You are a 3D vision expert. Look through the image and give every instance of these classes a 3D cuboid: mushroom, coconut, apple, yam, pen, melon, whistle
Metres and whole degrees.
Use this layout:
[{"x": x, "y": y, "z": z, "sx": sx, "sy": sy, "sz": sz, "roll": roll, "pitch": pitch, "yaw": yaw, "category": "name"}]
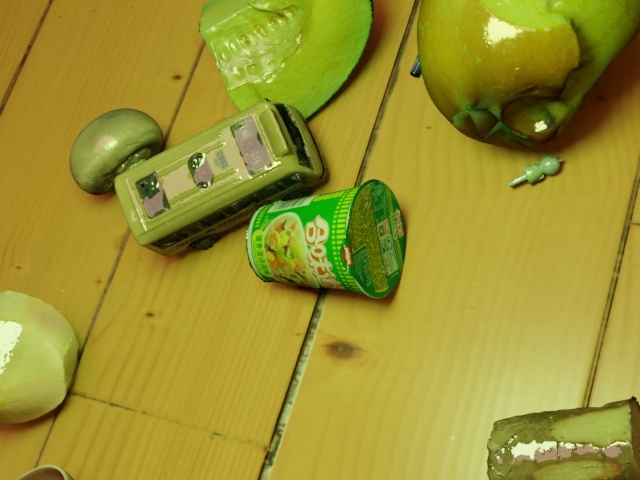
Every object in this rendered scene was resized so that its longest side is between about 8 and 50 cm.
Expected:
[{"x": -0.393, "y": -0.154, "z": 1.916, "sx": 0.207, "sy": 0.207, "sz": 0.215, "roll": -44, "pitch": 89, "yaw": 1, "category": "mushroom"}, {"x": -0.598, "y": 0.228, "z": 1.799, "sx": 0.259, "sy": 0.259, "sz": 0.259, "roll": -10, "pitch": 63, "yaw": 21, "category": "coconut"}, {"x": 0.342, "y": -0.336, "z": 1.536, "sx": 0.384, "sy": 0.374, "sz": 0.374, "roll": -5, "pitch": 64, "yaw": 41, "category": "apple"}, {"x": 0.358, "y": 0.310, "z": 1.373, "sx": 0.238, "sy": 0.129, "sz": 0.128, "roll": -12, "pitch": 98, "yaw": 21, "category": "yam"}, {"x": 0.221, "y": -0.406, "z": 1.824, "sx": 0.025, "sy": 0.025, "sz": 0.204, "roll": 18, "pitch": 76, "yaw": 31, "category": "pen"}, {"x": -0.055, "y": -0.406, "z": 1.820, "sx": 0.343, "sy": 0.226, "sz": 0.331, "roll": -23, "pitch": 73, "yaw": 14, "category": "melon"}, {"x": 0.369, "y": -0.118, "z": 1.615, "sx": 0.100, "sy": 0.035, "sz": 0.035, "roll": -26, "pitch": 59, "yaw": 14, "category": "whistle"}]

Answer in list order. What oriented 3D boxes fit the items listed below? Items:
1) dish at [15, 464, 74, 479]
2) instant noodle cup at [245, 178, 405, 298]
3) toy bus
[{"x": -0.485, "y": 0.519, "z": 1.690, "sx": 0.213, "sy": 0.090, "sz": 0.213, "roll": -11, "pitch": 63, "yaw": 23, "category": "dish"}, {"x": 0.000, "y": 0.000, "z": 1.647, "sx": 0.232, "sy": 0.207, "sz": 0.207, "roll": -1, "pitch": 67, "yaw": 32, "category": "instant noodle cup"}, {"x": -0.184, "y": -0.115, "z": 1.752, "sx": 0.365, "sy": 0.202, "sz": 0.177, "roll": -26, "pitch": 77, "yaw": 10, "category": "toy bus"}]
